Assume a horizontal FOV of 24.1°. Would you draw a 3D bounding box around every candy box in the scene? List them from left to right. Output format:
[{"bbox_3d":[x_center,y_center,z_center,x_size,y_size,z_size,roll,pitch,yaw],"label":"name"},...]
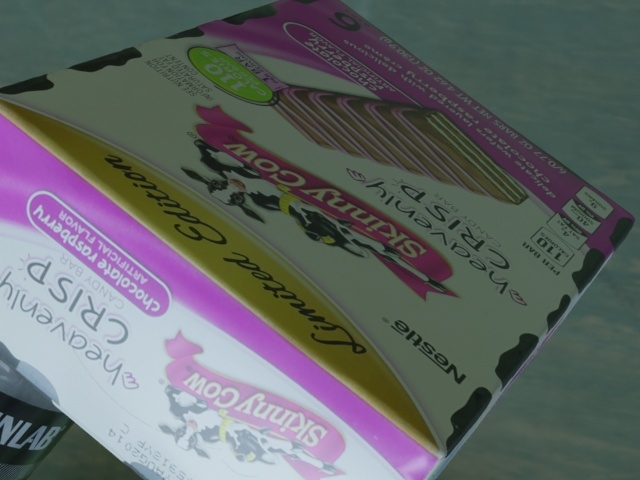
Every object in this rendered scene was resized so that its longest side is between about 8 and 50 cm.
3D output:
[{"bbox_3d":[0.000,0.000,0.498,0.159,0.233,0.071,38,118,9],"label":"candy box"}]

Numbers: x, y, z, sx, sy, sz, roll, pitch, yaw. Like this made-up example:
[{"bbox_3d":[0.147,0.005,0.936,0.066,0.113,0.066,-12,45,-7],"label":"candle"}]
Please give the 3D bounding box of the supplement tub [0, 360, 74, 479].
[{"bbox_3d":[-0.241,0.083,0.747,0.316,0.193,0.193,-50,60,6],"label":"supplement tub"}]
